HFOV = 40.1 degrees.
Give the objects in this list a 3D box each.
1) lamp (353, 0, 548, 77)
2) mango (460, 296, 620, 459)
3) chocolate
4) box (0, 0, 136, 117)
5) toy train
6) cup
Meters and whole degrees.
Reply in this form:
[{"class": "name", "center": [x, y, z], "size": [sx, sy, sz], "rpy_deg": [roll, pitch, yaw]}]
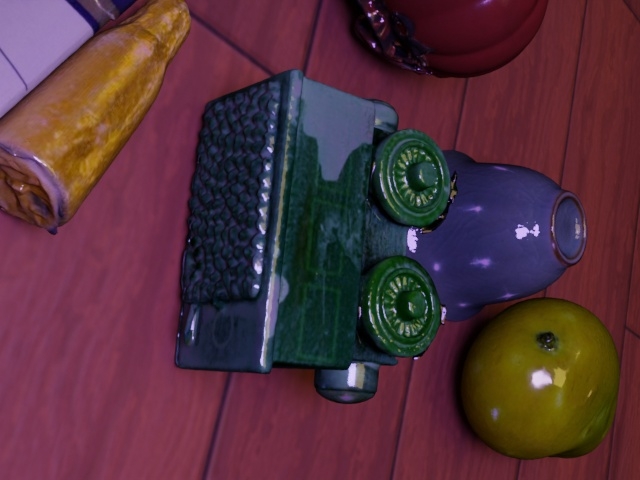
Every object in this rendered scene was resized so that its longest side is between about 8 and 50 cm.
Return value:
[{"class": "lamp", "center": [0.120, -0.265, 0.860], "size": [0.227, 0.227, 0.227], "rpy_deg": [5, 84, -47]}, {"class": "mango", "center": [0.260, 0.159, 1.006], "size": [0.273, 0.149, 0.185], "rpy_deg": [18, 92, -52]}, {"class": "chocolate", "center": [-0.156, -0.107, 0.636], "size": [0.085, 0.085, 0.219], "rpy_deg": [55, 47, -29]}, {"class": "box", "center": [-0.230, -0.175, 0.565], "size": [0.168, 0.071, 0.259], "rpy_deg": [55, 52, -28]}, {"class": "toy train", "center": [0.000, 0.000, 0.737], "size": [0.202, 0.145, 0.266], "rpy_deg": [12, 77, -36]}, {"class": "cup", "center": [0.208, -0.008, 0.966], "size": [0.199, 0.150, 0.199], "rpy_deg": [4, 85, -47]}]
